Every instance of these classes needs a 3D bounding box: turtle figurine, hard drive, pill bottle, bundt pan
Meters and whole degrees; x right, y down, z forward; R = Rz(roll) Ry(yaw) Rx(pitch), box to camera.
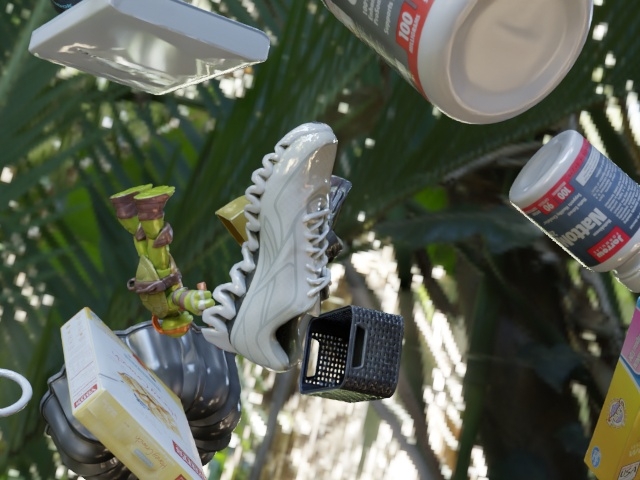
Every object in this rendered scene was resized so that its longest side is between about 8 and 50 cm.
[{"bbox_3d":[-0.213,0.039,1.527,0.087,0.217,0.269,-19,13,-18],"label":"turtle figurine"},{"bbox_3d":[-0.257,-0.284,1.694,0.233,0.047,0.353,16,-9,-29],"label":"hard drive"},{"bbox_3d":[0.115,-0.301,1.306,0.210,0.210,0.363,26,17,-44],"label":"pill bottle"},{"bbox_3d":[0.310,-0.028,1.304,0.180,0.108,0.108,39,-17,-9],"label":"pill bottle"},{"bbox_3d":[-0.267,0.280,1.855,0.331,0.331,0.124,26,26,-44],"label":"bundt pan"}]

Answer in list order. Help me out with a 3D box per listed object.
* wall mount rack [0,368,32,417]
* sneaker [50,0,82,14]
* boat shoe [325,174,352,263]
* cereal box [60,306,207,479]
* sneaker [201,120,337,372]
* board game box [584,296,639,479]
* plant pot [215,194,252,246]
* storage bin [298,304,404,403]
[{"bbox_3d":[-0.612,0.163,1.740,0.350,0.130,0.304,-2,33,-19],"label":"wall mount rack"},{"bbox_3d":[-0.349,-0.482,1.860,0.101,0.267,0.106,24,-7,9],"label":"sneaker"},{"bbox_3d":[0.000,0.000,1.814,0.074,0.223,0.080,11,-15,4],"label":"boat shoe"},{"bbox_3d":[-0.204,0.181,1.269,0.173,0.047,0.240,50,-1,-23],"label":"cereal box"},{"bbox_3d":[-0.029,0.011,1.280,0.118,0.292,0.110,33,26,29],"label":"sneaker"},{"bbox_3d":[0.507,0.186,1.590,0.242,0.064,0.316,-13,-48,-21],"label":"board game box"},{"bbox_3d":[-0.117,-0.038,2.024,0.081,0.083,0.081,54,-12,-23],"label":"plant pot"},{"bbox_3d":[0.044,0.170,1.720,0.084,0.122,0.180,13,-15,-19],"label":"storage bin"}]
